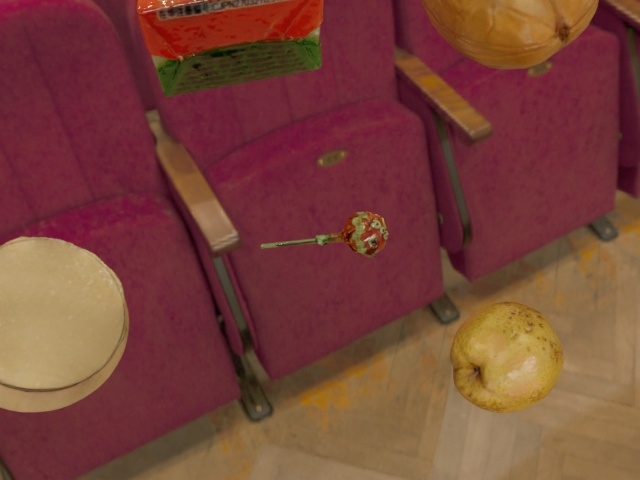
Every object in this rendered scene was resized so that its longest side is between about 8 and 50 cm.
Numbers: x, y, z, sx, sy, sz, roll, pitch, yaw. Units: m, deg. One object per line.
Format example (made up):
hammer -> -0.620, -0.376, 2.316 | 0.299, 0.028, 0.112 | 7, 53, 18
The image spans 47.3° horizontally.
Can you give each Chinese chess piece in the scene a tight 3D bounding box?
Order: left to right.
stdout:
Chinese chess piece -> -0.540, 0.158, 1.406 | 0.338, 0.140, 0.338 | 12, 59, -21

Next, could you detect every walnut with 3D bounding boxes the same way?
walnut -> 0.209, -0.303, 0.826 | 0.193, 0.193, 0.226 | -16, 64, -12

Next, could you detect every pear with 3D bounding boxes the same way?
pear -> 0.281, 0.183, 1.132 | 0.177, 0.178, 0.178 | -1, 50, 1

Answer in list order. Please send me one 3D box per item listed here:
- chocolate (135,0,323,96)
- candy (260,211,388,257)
chocolate -> -0.179, -0.456, 1.490 | 0.360, 0.341, 0.162 | -12, 75, -6
candy -> 0.000, 0.002, 1.427 | 0.287, 0.078, 0.084 | -8, 59, 31
